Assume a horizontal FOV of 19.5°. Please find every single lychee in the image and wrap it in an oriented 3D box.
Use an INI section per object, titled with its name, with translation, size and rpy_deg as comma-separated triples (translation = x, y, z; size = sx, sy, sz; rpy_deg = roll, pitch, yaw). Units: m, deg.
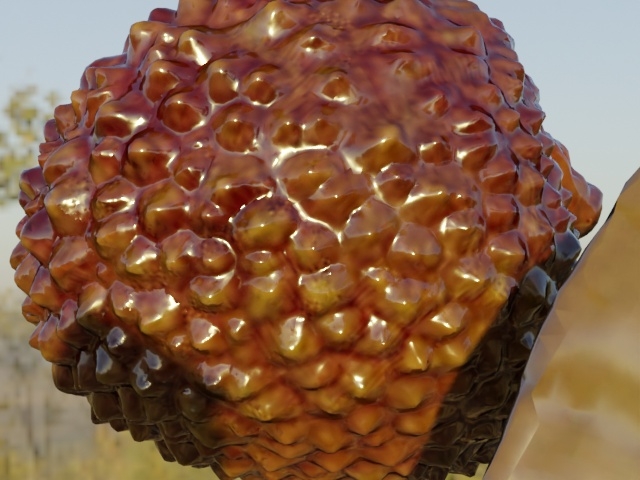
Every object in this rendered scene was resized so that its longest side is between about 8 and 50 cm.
[lychee]
translation = 0.000, 0.000, 1.005
size = 0.330, 0.306, 0.306
rpy_deg = -15, 1, -13

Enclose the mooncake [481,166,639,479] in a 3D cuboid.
[mooncake]
translation = 0.187, 0.100, 0.636
size = 0.187, 0.324, 0.324
rpy_deg = 19, 7, 24
